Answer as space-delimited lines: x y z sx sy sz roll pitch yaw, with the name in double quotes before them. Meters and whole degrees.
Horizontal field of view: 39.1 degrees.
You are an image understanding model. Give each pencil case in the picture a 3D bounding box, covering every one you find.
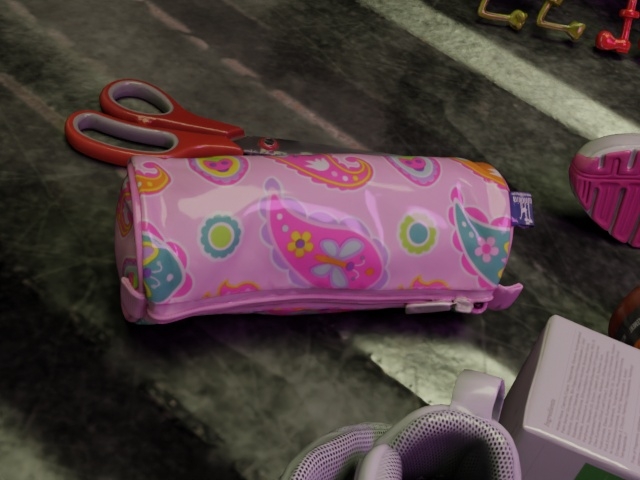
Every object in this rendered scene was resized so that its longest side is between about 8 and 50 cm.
"pencil case" 0.000 0.000 0.638 0.284 0.124 0.124 0 45 -18

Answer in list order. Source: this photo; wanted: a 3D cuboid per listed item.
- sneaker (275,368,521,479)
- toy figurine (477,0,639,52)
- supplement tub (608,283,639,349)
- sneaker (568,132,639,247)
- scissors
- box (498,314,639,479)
"sneaker" -0.013 0.211 0.345 0.137 0.210 0.366 26 44 11
"toy figurine" 0.361 -0.330 1.113 0.362 0.191 0.217 8 13 1
"supplement tub" 0.280 0.117 0.608 0.106 0.106 0.198 0 45 -16
"sneaker" 0.328 -0.064 0.824 0.252 0.103 0.111 3 40 -22
"scissors" -0.065 -0.074 0.772 0.297 0.021 0.109 16 40 -1
"box" 0.159 0.125 0.566 0.087 0.101 0.102 23 43 9
